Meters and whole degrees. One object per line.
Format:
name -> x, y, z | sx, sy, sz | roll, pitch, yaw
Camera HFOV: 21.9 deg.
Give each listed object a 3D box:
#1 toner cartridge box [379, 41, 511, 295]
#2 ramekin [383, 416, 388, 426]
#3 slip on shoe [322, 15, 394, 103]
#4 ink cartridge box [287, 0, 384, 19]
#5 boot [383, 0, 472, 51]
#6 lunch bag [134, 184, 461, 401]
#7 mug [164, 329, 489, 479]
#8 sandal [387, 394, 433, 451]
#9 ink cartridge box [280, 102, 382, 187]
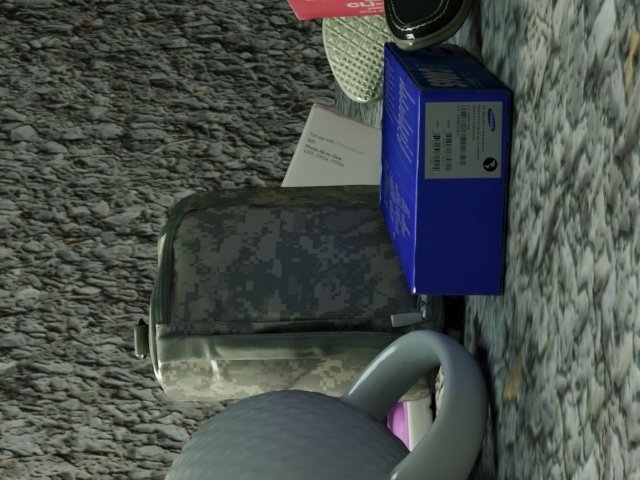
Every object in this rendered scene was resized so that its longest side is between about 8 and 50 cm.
toner cartridge box -> 0.101, -0.073, 1.431 | 0.348, 0.075, 0.165 | -100, 12, -77
ramekin -> 0.010, 0.296, 2.007 | 0.303, 0.148, 0.303 | -5, -90, -80
slip on shoe -> 0.068, -0.343, 2.225 | 0.101, 0.123, 0.331 | 17, -115, -59
ink cartridge box -> 0.014, -0.429, 1.783 | 0.385, 0.160, 0.279 | 42, -132, -76
boot -> 0.065, -0.297, 1.486 | 0.236, 0.085, 0.178 | -86, -28, -46
lunch bag -> -0.018, 0.067, 1.643 | 0.256, 0.305, 0.212 | -84, -7, -74
mug -> 0.012, 0.239, 1.412 | 0.374, 0.276, 0.328 | -53, 18, 13
sandal -> 0.067, 0.138, 1.859 | 0.169, 0.102, 0.416 | 95, 175, -64
ink cartridge box -> 0.000, 0.000, 2.037 | 0.211, 0.122, 0.289 | 60, -129, -82
